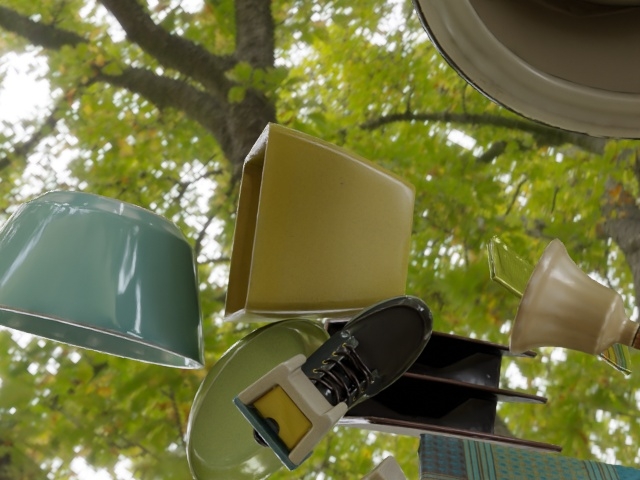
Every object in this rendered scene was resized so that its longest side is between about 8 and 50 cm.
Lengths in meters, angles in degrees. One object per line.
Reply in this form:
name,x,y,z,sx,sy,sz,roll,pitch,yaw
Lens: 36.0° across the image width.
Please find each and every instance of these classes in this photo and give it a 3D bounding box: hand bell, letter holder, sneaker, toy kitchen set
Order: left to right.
toy kitchen set,-0.044,0.206,0.786,0.122,0.207,0.166,-45,-99,21
sneaker,0.029,0.140,1.002,0.222,0.118,0.083,-38,-89,0
letter holder,0.173,0.204,1.383,0.302,0.151,0.214,13,-12,-21
hand bell,0.322,0.098,0.962,0.242,0.126,0.126,22,-52,21

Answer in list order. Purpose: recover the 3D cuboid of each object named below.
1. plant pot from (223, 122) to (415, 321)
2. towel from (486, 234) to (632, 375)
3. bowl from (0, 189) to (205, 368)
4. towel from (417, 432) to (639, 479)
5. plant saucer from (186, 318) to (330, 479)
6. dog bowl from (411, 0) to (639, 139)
plant pot,0.000,0.000,1.179,0.187,0.212,0.212,9,-10,-11
towel,0.315,0.085,1.293,0.237,0.102,0.021,35,-64,-14
bowl,-0.275,0.043,1.208,0.312,0.163,0.311,12,-14,3
towel,0.290,0.321,1.092,0.370,0.271,0.040,9,-70,3
plant saucer,-0.077,0.197,1.204,0.037,0.241,0.240,29,-47,36
dog bowl,0.248,-0.267,0.665,0.408,0.150,0.408,-2,-44,-2
